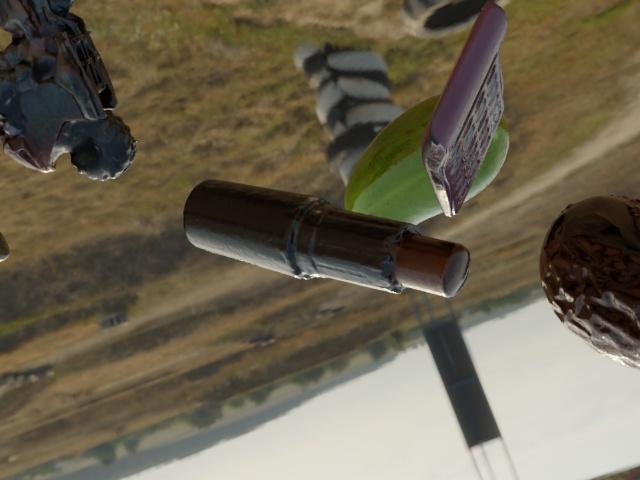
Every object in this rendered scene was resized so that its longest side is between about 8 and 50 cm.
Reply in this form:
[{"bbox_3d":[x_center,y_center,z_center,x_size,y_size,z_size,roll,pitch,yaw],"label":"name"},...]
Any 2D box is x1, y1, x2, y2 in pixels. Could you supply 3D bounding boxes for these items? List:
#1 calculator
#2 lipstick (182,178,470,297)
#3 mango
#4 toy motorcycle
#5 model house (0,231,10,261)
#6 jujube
[{"bbox_3d":[0.120,-0.102,0.814,0.034,0.127,0.190,21,167,16],"label":"calculator"},{"bbox_3d":[0.000,0.000,0.915,0.299,0.081,0.081,14,-166,32],"label":"lipstick"},{"bbox_3d":[0.152,-0.107,1.466,0.175,0.143,0.293,35,116,-30],"label":"mango"},{"bbox_3d":[-0.367,-0.246,1.145,0.207,0.401,0.134,-14,-161,8],"label":"toy motorcycle"},{"bbox_3d":[-0.520,0.049,1.117,0.229,0.219,0.199,-54,161,19],"label":"model house"},{"bbox_3d":[0.361,0.047,1.149,0.183,0.183,0.243,-20,-147,-10],"label":"jujube"}]
